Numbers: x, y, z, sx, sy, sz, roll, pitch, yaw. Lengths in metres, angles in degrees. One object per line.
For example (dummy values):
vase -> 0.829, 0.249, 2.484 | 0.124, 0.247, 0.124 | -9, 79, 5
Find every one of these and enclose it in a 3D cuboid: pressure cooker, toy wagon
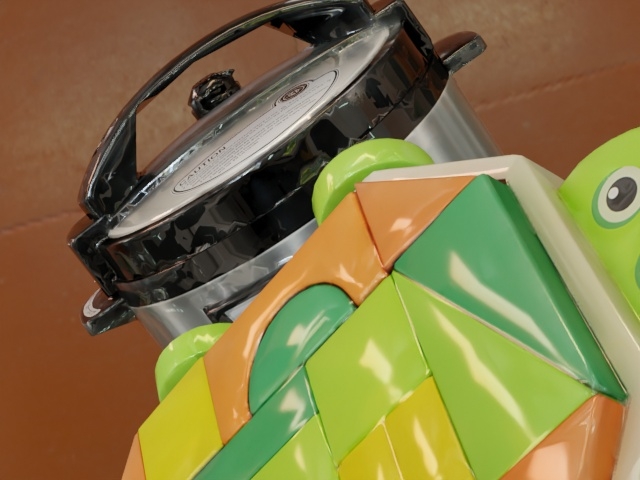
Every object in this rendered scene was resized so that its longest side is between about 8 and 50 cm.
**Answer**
pressure cooker -> -0.003, 0.000, 1.093 | 0.375, 0.370, 0.420 | -21, 111, 42
toy wagon -> 0.036, 0.072, 0.409 | 0.068, 0.267, 0.344 | 25, 119, -33
